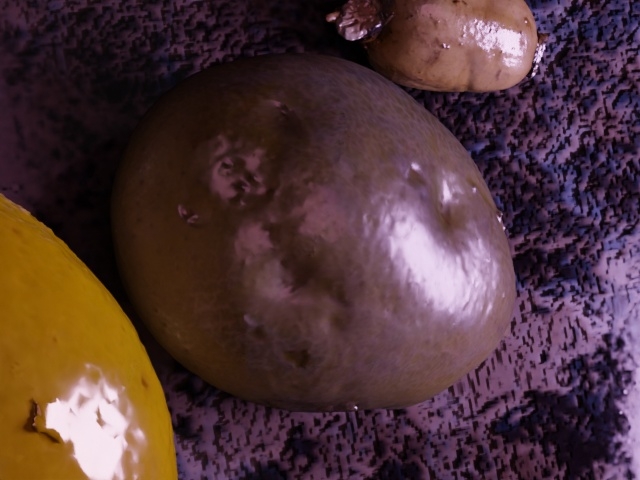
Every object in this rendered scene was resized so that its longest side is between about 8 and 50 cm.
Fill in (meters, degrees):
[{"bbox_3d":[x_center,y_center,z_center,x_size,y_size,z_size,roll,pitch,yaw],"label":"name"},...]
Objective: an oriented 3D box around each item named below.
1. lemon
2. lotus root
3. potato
[{"bbox_3d":[-0.190,0.079,0.709,0.236,0.236,0.263,-28,87,-26],"label":"lemon"},{"bbox_3d":[0.069,-0.122,0.952,0.152,0.063,0.072,3,90,-28],"label":"lotus root"},{"bbox_3d":[0.000,0.000,0.854,0.235,0.160,0.178,30,90,-27],"label":"potato"}]
